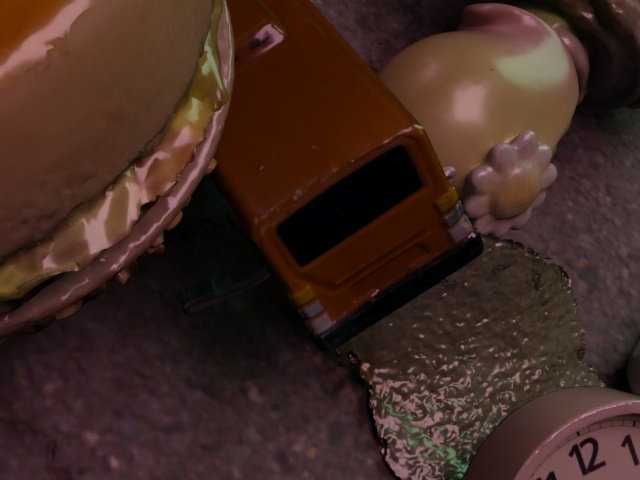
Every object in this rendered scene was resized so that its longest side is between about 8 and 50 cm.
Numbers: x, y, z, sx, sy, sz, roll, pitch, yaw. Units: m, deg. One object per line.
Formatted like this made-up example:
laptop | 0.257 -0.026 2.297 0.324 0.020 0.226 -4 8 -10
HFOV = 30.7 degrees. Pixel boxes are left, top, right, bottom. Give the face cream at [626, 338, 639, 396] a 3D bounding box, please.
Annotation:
face cream | 0.341 0.163 0.726 0.337 0.080 0.163 48 50 3

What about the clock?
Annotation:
clock | 0.146 0.155 0.600 0.229 0.063 0.156 -23 98 -13

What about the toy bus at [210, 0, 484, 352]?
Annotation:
toy bus | -0.017 -0.055 0.582 0.098 0.114 0.201 -33 45 -1

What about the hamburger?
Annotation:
hamburger | -0.181 -0.083 0.489 0.300 0.176 0.300 -3 61 5

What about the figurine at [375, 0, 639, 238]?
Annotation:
figurine | 0.143 -0.157 0.731 0.394 0.226 0.275 -46 126 -24

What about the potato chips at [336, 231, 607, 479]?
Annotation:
potato chips | 0.099 0.070 0.654 0.167 0.059 0.228 -34 98 -26

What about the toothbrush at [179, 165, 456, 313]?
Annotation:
toothbrush | 0.000 0.000 0.620 0.162 0.014 0.017 -24 63 0
